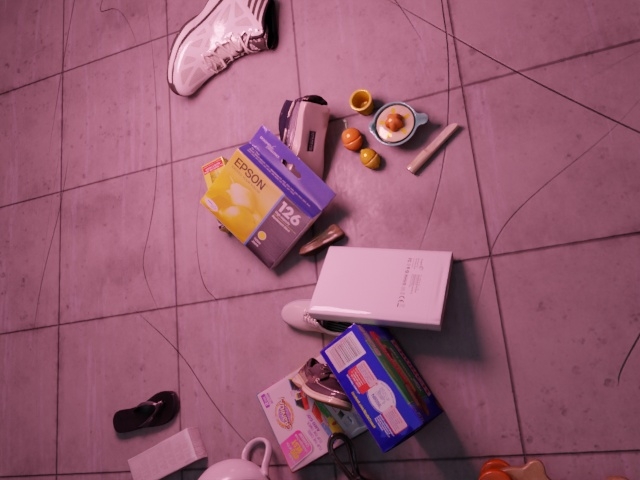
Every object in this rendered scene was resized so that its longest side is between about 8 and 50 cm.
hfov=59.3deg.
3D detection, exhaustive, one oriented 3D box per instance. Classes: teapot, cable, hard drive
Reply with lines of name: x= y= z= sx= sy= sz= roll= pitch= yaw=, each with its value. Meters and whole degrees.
teapot: x=-0.252 y=0.697 z=1.548 sx=0.187 sy=0.255 sz=0.253 roll=25 pitch=115 yaw=60
cable: x=0.106 y=0.633 z=1.450 sx=0.287 sy=0.072 sz=0.139 roll=43 pitch=81 yaw=13
hard drive: x=0.164 y=0.121 z=1.517 sx=0.352 sy=0.047 sz=0.233 roll=3 pitch=51 yaw=22

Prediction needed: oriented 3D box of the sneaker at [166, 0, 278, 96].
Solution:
sneaker: x=-0.309 y=-0.644 z=1.850 sx=0.257 sy=0.169 sz=0.448 roll=32 pitch=90 yaw=26

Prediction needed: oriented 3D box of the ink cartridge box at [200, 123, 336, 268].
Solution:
ink cartridge box: x=-0.160 y=-0.122 z=1.646 sx=0.303 sy=0.072 sz=0.307 roll=44 pitch=119 yaw=6

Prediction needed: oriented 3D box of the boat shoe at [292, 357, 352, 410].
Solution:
boat shoe: x=0.008 y=0.354 z=1.418 sx=0.102 sy=0.285 sz=0.092 roll=26 pitch=80 yaw=-16

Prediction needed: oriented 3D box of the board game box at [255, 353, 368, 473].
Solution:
board game box: x=0.005 y=0.454 z=1.557 sx=0.316 sy=0.064 sz=0.242 roll=-34 pitch=69 yaw=13

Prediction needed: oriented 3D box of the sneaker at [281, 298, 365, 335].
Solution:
sneaker: x=-0.002 y=0.215 z=1.593 sx=0.258 sy=0.091 sz=0.094 roll=4 pitch=81 yaw=23

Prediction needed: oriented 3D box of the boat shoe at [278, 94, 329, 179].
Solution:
boat shoe: x=-0.070 y=-0.273 z=1.723 sx=0.158 sy=0.127 sz=0.341 roll=27 pitch=105 yaw=56

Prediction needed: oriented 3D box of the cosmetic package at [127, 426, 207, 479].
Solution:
cosmetic package: x=-0.465 y=0.661 z=1.706 sx=0.239 sy=0.060 sz=0.099 roll=-31 pitch=68 yaw=14

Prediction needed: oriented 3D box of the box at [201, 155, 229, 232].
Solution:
box: x=-0.306 y=-0.147 z=1.808 sx=0.087 sy=0.058 sz=0.232 roll=-23 pitch=72 yaw=16

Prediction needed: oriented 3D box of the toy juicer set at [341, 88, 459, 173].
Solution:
toy juicer set: x=0.201 y=-0.299 z=1.618 sx=0.328 sy=0.089 sz=0.209 roll=25 pitch=89 yaw=24

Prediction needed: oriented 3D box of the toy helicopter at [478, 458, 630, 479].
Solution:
toy helicopter: x=0.538 y=0.614 z=1.274 sx=0.354 sy=0.140 sz=0.235 roll=-15 pitch=76 yaw=16

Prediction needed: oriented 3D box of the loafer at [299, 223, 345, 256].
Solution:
loafer: x=0.000 y=0.000 z=1.660 sx=0.148 sy=0.056 sz=0.050 roll=-27 pitch=70 yaw=4

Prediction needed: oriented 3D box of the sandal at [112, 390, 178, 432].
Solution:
sandal: x=-0.553 y=0.549 z=1.768 sx=0.254 sy=0.054 sz=0.097 roll=-27 pitch=71 yaw=15

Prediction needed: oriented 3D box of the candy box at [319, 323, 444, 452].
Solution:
candy box: x=0.162 y=0.349 z=1.377 sx=0.122 sy=0.317 sz=0.268 roll=-38 pitch=69 yaw=9
